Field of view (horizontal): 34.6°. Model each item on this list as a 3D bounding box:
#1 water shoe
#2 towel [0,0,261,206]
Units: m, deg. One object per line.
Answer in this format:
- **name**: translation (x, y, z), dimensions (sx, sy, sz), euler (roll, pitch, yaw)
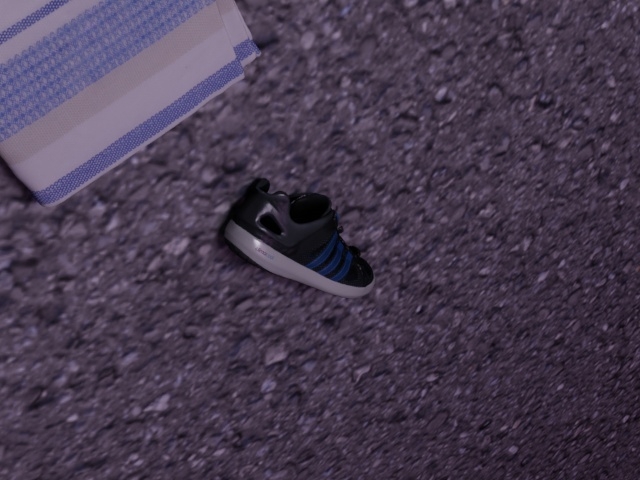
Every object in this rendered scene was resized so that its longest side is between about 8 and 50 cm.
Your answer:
- **water shoe**: translation (0.000, 0.000, 0.971), dimensions (0.203, 0.073, 0.080), euler (18, 106, -52)
- **towel**: translation (-0.167, -0.168, 0.686), dimensions (0.209, 0.034, 0.285), euler (-38, 140, -11)
